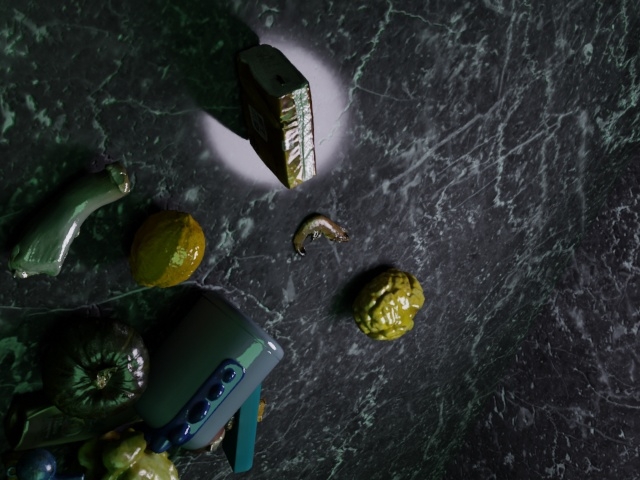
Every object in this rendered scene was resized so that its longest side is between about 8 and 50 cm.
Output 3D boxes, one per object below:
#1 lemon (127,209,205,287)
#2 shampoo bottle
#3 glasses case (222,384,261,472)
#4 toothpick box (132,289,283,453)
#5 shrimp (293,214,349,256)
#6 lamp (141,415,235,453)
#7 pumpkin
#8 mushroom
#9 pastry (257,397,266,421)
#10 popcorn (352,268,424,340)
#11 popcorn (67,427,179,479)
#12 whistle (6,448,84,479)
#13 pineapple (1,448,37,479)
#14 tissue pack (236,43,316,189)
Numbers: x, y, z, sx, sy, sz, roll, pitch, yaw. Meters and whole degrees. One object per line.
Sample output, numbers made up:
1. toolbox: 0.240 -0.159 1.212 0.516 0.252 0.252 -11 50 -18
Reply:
1. lemon: -0.312 0.022 1.493 0.187 0.142 0.142 -50 145 13
2. shampoo bottle: -0.527 0.396 1.684 0.350 0.084 0.125 5 118 -49
3. glasses case: -0.210 0.466 1.988 0.070 0.117 0.300 -5 117 -24
4. toothpick box: -0.274 0.316 1.676 0.354 0.263 0.263 -50 145 -10
5. shrimp: 0.001 0.001 1.880 0.124 0.034 0.178 -49 143 9
6. lamp: -0.343 0.475 1.912 0.223 0.151 0.215 25 103 -8
7. pumpkin: -0.463 0.267 1.534 0.224 0.157 0.223 -4 105 -17
8. mushroom: -0.454 -0.037 1.333 0.278 0.096 0.099 -48 146 -5
9. pastry: -0.209 0.479 2.109 0.140 0.056 0.080 19 98 -50
10. popcorn: 0.184 0.189 2.152 0.201 0.225 0.203 22 154 -19
11. popcorn: -0.484 0.564 1.751 0.250 0.241 0.235 -21 -177 26
12. whistle: -0.594 0.491 1.602 0.158 0.090 0.090 -2 128 -20
13. pineapple: -0.687 0.514 1.667 0.077 0.114 0.114 18 135 -13
14. tissue pack: -0.082 -0.242 1.432 0.092 0.183 0.226 -27 140 -18
